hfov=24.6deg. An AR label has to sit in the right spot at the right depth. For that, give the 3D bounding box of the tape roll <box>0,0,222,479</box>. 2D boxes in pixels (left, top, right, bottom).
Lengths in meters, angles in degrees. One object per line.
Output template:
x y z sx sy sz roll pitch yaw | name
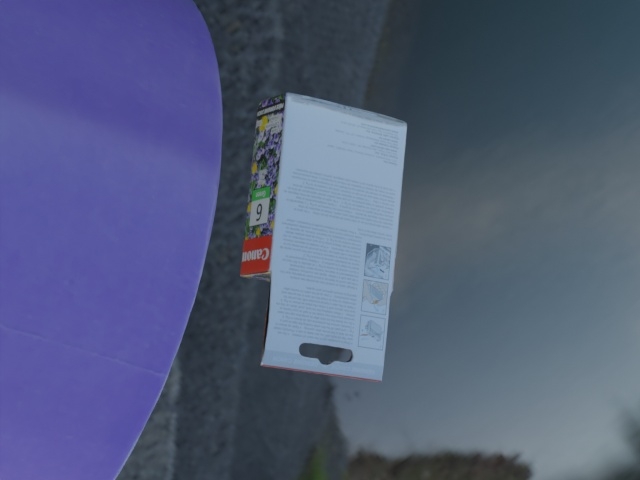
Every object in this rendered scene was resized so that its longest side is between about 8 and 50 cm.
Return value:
-0.113 -0.002 0.407 0.080 0.189 0.189 22 124 -34 | tape roll

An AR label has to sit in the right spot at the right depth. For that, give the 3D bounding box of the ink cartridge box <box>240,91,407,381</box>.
0.000 0.000 0.624 0.063 0.115 0.029 11 169 -30 | ink cartridge box
